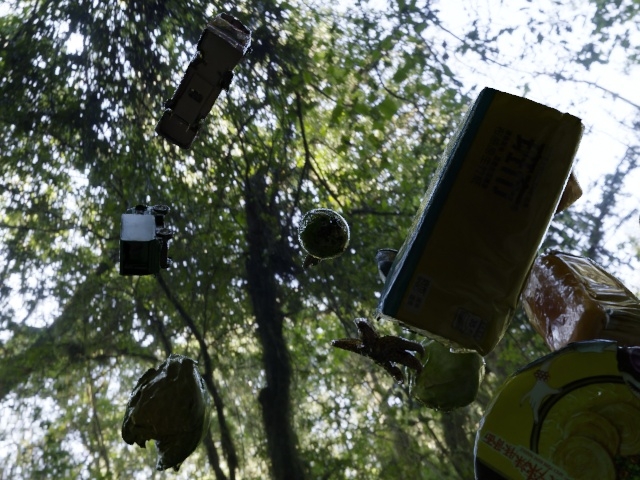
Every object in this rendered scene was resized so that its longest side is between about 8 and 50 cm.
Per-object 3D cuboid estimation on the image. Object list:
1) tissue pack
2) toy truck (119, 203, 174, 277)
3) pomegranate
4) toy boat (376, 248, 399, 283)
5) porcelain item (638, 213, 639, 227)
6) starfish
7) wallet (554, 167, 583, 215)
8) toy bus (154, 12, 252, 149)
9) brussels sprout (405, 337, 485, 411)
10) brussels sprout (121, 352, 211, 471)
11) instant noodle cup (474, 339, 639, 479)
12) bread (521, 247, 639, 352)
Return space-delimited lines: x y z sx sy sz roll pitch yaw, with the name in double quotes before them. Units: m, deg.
"tissue pack" 0.172 -0.010 0.661 0.134 0.192 0.271 25 -97 6
"toy truck" -0.272 -0.004 0.912 0.079 0.147 0.065 2 -65 -18
"pomegranate" 0.000 0.000 1.319 0.122 0.122 0.162 9 -52 -23
"toy boat" 0.207 0.099 1.165 0.103 0.246 0.093 -37 -19 -47
"porcelain item" 0.752 -0.047 1.170 0.259 0.141 0.141 -5 -59 -26
"starfish" 0.143 0.268 1.458 0.238 0.071 0.216 0 -58 16
"wallet" 0.395 -0.089 1.058 0.142 0.045 0.204 -30 -28 20
"toy bus" -0.227 -0.303 1.135 0.090 0.112 0.274 31 -47 -16
"brussels sprout" 0.334 0.351 1.570 0.223 0.161 0.223 0 -88 7
"brussels sprout" -0.226 0.264 0.900 0.100 0.139 0.181 32 -100 -61
"instant noodle cup" 0.241 0.231 0.524 0.215 0.216 0.236 -24 -33 -3
"bread" 0.408 0.110 0.934 0.106 0.241 0.136 10 -69 -5
